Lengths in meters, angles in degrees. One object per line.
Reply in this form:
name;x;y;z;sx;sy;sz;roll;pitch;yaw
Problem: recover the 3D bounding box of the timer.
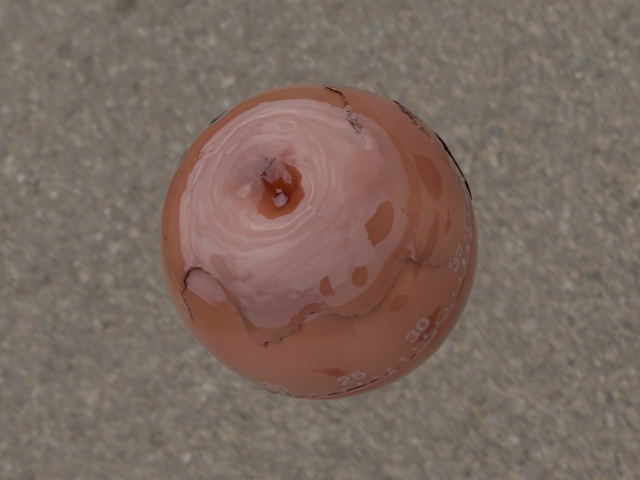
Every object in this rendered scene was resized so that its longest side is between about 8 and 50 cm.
timer;0.000;0.000;1.185;0.230;0.215;0.229;-6;70;16
